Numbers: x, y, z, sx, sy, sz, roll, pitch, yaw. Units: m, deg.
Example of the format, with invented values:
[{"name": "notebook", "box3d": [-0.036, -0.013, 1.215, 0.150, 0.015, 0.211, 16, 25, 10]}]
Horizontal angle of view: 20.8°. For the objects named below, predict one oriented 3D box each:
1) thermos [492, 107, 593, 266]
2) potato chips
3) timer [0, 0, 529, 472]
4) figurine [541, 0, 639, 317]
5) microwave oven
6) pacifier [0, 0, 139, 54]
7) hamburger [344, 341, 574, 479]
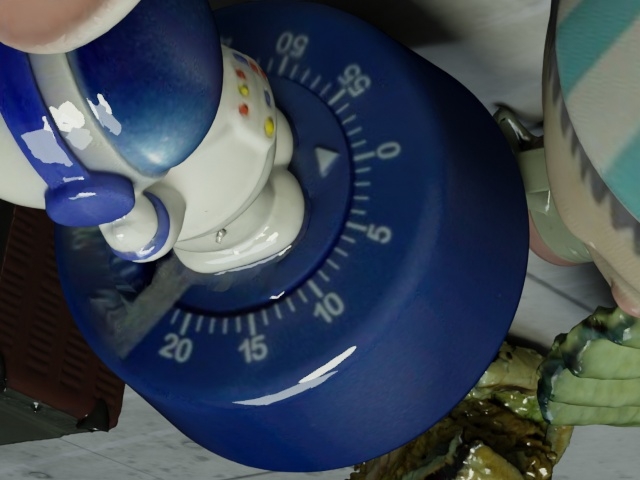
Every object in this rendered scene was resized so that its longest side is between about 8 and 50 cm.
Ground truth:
[{"name": "thermos", "box3d": [0.217, -0.043, 1.045, 0.176, 0.146, 0.265, 5, 170, -36]}, {"name": "potato chips", "box3d": [0.332, 0.073, 1.291, 0.429, 0.070, 0.358, 6, 156, -40]}, {"name": "timer", "box3d": [-0.066, -0.041, 0.903, 0.270, 0.270, 0.383, -3, 162, 22]}, {"name": "figurine", "box3d": [0.265, -0.058, 0.705, 0.361, 0.266, 0.377, -12, -173, 14]}, {"name": "microwave oven", "box3d": [-0.289, 0.061, 1.369, 0.247, 0.178, 0.188, -11, 153, 33]}, {"name": "pacifier", "box3d": [-0.143, -0.204, 0.679, 0.332, 0.220, 0.273, 18, 169, 40]}, {"name": "hamburger", "box3d": [0.140, 0.198, 1.569, 0.192, 0.168, 0.288, 18, 154, -21]}]
